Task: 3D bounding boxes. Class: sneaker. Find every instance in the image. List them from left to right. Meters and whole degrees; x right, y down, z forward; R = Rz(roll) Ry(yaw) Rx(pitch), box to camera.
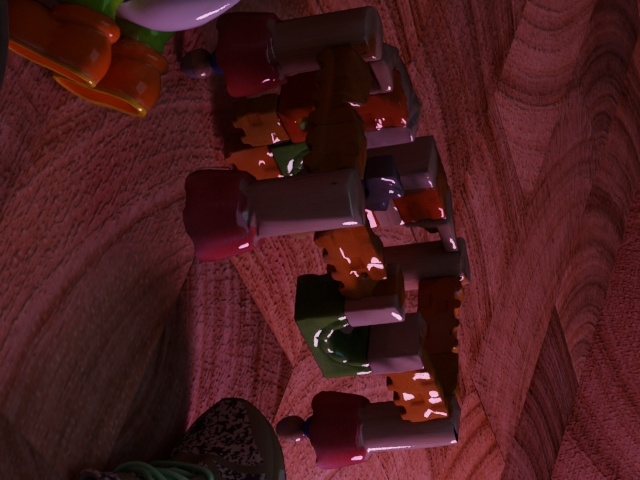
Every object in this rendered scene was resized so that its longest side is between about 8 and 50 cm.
[{"bbox_3d":[-0.161,0.271,1.641,0.410,0.158,0.182,-60,138,-47],"label":"sneaker"}]

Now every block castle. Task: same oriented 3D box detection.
[{"bbox_3d":[0.000,0.000,1.717,0.453,0.213,0.303,64,26,-47],"label":"block castle"}]

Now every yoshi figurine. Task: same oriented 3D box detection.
[{"bbox_3d":[-0.158,-0.306,1.430,0.203,0.203,0.362,28,85,-25],"label":"yoshi figurine"}]

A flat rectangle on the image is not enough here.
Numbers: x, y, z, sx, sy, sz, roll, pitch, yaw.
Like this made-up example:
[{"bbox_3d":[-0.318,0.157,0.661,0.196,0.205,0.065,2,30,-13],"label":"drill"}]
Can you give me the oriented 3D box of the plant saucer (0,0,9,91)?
[{"bbox_3d":[-0.319,-0.166,1.103,0.278,0.041,0.278,17,68,-51],"label":"plant saucer"}]
